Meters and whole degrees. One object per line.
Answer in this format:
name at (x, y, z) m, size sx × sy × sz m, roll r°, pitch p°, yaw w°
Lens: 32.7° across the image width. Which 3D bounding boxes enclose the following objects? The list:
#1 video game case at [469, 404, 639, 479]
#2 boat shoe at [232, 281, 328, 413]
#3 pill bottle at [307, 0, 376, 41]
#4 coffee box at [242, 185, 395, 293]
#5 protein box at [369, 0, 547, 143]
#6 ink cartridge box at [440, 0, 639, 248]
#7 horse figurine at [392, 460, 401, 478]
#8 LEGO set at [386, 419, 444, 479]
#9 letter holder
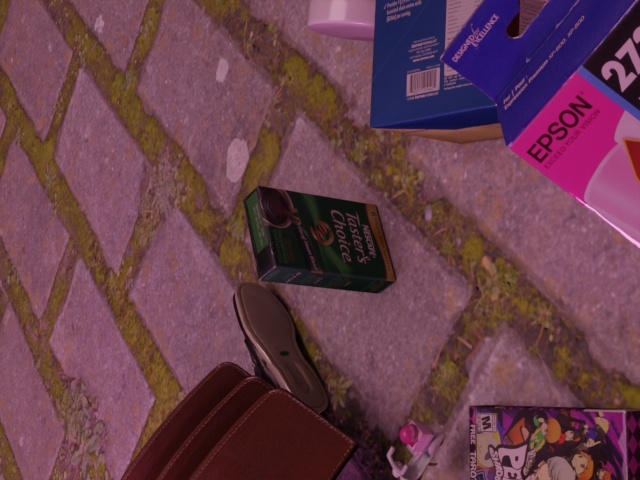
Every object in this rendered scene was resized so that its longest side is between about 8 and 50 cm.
video game case at (0.229, 0.278, 1.061) m, size 0.210 × 0.041 × 0.232 m, roll -9°, pitch 78°, yaw 54°
boat shoe at (-0.071, 0.155, 1.463) m, size 0.079 × 0.084 × 0.233 m, roll -54°, pitch 48°, yaw 34°
pill bottle at (0.060, -0.377, 1.296) m, size 0.153 × 0.153 × 0.265 m, roll 8°, pitch 91°, yaw 55°
coffee box at (0.000, 0.000, 1.301) m, size 0.040 × 0.184 × 0.113 m, roll -39°, pitch 54°, yaw 42°
protein box at (0.166, -0.218, 1.139) m, size 0.199 × 0.136 × 0.201 m, roll -3°, pitch 83°, yaw 55°
ink cartridge box at (0.277, -0.081, 0.829) m, size 0.371 × 0.069 × 0.176 m, roll 38°, pitch 127°, yaw 1°
horse figurine at (0.059, 0.385, 1.266) m, size 0.263 × 0.066 × 0.174 m, roll -56°, pitch 38°, yaw 30°
LEGO set at (0.134, 0.298, 1.062) m, size 0.287 × 0.107 × 0.132 m, roll 37°, pitch 117°, yaw 53°
letter holder at (-0.130, 0.302, 1.277) m, size 0.302 × 0.214 × 0.152 m, roll -53°, pitch -7°, yaw -12°
